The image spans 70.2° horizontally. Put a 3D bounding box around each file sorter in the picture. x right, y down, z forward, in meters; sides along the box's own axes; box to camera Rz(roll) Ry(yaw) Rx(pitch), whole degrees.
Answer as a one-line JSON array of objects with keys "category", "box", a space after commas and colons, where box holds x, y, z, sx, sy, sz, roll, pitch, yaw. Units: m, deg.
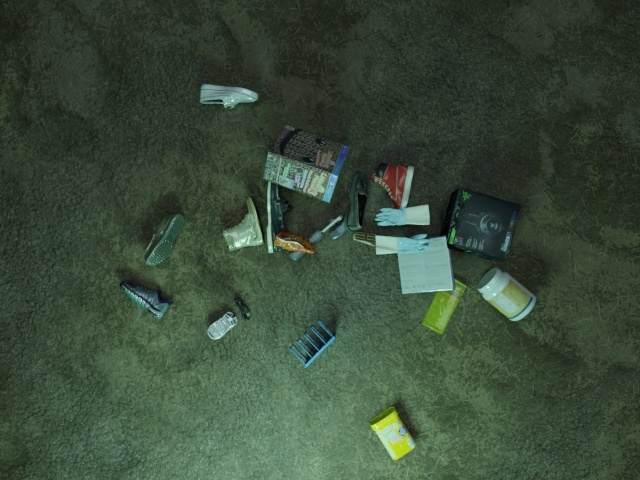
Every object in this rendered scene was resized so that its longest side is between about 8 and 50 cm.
[{"category": "file sorter", "box": [-0.032, 0.420, 1.881, 0.170, 0.118, 0.104, -44, 85, -4]}]

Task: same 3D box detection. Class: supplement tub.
[{"category": "supplement tub", "box": [0.769, 0.221, 1.893, 0.199, 0.144, 0.144, 40, 86, 2]}]

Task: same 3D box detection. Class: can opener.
[{"category": "can opener", "box": [0.000, 0.000, 1.933, 0.283, 0.076, 0.095, -42, 87, -2]}]

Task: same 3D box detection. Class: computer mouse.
[{"category": "computer mouse", "box": [-0.392, 0.338, 1.921, 0.193, 0.042, 0.106, -37, 92, -9]}]

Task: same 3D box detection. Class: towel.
[{"category": "towel", "box": [0.530, 0.273, 1.947, 0.102, 0.021, 0.237, 28, 86, 2]}]

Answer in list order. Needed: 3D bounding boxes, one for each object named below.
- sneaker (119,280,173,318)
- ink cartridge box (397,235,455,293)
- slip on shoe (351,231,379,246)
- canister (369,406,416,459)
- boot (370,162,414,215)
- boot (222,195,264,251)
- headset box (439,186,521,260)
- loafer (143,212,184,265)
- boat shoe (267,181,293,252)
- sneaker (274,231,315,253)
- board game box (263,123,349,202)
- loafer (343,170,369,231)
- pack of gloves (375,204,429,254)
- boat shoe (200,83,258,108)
[{"category": "sneaker", "box": [-0.733, 0.229, 1.918, 0.223, 0.083, 0.098, 39, 63, 0]}, {"category": "ink cartridge box", "box": [0.435, 0.102, 1.894, 0.223, 0.045, 0.224, -8, 88, 31]}, {"category": "slip on shoe", "box": [0.197, -0.007, 1.955, 0.135, 0.041, 0.052, 10, 85, -18]}, {"category": "canister", "box": [0.300, 0.796, 1.880, 0.126, 0.073, 0.170, -32, 88, -3]}, {"category": "boot", "box": [0.295, -0.208, 1.955, 0.176, 0.088, 0.245, 9, 87, 8]}, {"category": "boot", "box": [-0.338, -0.070, 1.934, 0.165, 0.077, 0.213, -14, 89, 0]}, {"category": "headset box", "box": [0.655, -0.068, 1.920, 0.282, 0.131, 0.247, 17, 85, 1]}, {"category": "loafer", "box": [-0.671, -0.011, 1.928, 0.087, 0.094, 0.251, 22, 75, 25]}, {"category": "boat shoe", "box": [-0.167, -0.118, 1.915, 0.112, 0.127, 0.340, -1, 87, -2]}, {"category": "sneaker", "box": [-0.105, 0.015, 1.872, 0.175, 0.067, 0.064, 20, 48, -12]}, {"category": "board game box", "box": [-0.056, -0.319, 1.867, 0.290, 0.141, 0.232, 19, 44, 0]}, {"category": "loafer", "box": [0.171, -0.167, 1.923, 0.096, 0.084, 0.268, 19, 77, -37]}, {"category": "pack of gloves", "box": [0.333, -0.043, 1.881, 0.231, 0.046, 0.195, -3, 92, 23]}, {"category": "boat shoe", "box": [-0.396, -0.614, 1.974, 0.257, 0.095, 0.084, 8, 90, 10]}]
